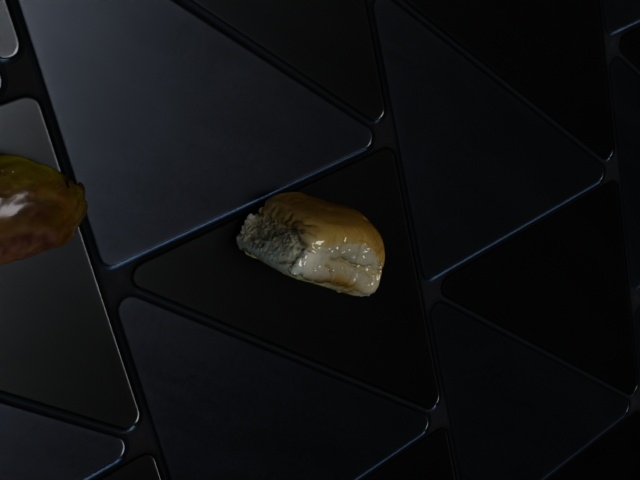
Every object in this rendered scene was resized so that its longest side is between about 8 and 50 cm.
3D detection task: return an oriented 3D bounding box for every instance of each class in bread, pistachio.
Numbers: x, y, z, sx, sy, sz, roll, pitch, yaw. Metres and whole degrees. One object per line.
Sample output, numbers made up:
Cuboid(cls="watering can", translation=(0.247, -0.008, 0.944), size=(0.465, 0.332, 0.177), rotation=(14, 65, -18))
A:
Cuboid(cls="bread", translation=(-0.001, 0.001, 0.997), size=(0.125, 0.106, 0.082), rotation=(16, 92, -42))
Cuboid(cls="pistachio", translation=(-0.258, -0.022, 0.823), size=(0.173, 0.049, 0.089), rotation=(-12, 108, -36))
